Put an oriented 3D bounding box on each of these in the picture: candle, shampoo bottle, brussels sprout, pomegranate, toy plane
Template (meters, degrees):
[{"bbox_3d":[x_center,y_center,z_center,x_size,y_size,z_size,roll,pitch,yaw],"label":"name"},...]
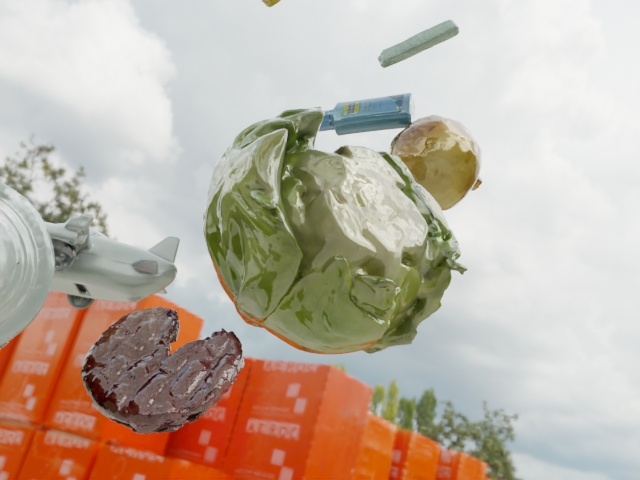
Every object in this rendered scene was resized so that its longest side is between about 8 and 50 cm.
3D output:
[{"bbox_3d":[-0.435,0.039,0.860,0.221,0.221,0.343,25,-19,-23],"label":"candle"},{"bbox_3d":[0.099,-0.303,1.785,0.259,0.103,0.061,-5,-43,17],"label":"shampoo bottle"},{"bbox_3d":[-0.013,0.013,1.202,0.425,0.342,0.361,38,-47,-17],"label":"brussels sprout"},{"bbox_3d":[0.255,-0.176,1.651,0.233,0.233,0.233,13,-22,5],"label":"pomegranate"},{"bbox_3d":[-0.366,0.035,1.190,0.267,0.122,0.266,5,-28,3],"label":"toy plane"}]

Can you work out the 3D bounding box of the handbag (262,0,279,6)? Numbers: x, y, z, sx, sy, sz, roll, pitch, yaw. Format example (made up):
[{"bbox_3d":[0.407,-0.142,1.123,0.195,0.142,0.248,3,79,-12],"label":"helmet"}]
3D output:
[{"bbox_3d":[-0.098,-0.492,1.389,0.061,0.083,0.027,-30,-10,12],"label":"handbag"}]

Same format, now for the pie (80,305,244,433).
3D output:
[{"bbox_3d":[-0.222,0.175,1.017,0.219,0.204,0.054,27,-43,32],"label":"pie"}]

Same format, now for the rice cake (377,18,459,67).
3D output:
[{"bbox_3d":[0.190,-0.384,1.429,0.171,0.033,0.029,-26,-30,-1],"label":"rice cake"}]
